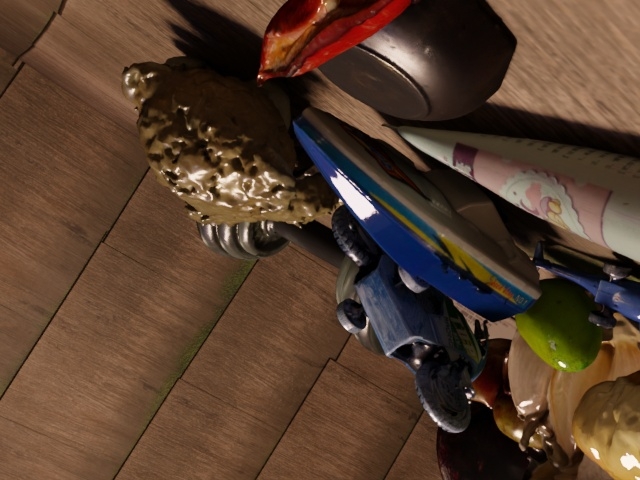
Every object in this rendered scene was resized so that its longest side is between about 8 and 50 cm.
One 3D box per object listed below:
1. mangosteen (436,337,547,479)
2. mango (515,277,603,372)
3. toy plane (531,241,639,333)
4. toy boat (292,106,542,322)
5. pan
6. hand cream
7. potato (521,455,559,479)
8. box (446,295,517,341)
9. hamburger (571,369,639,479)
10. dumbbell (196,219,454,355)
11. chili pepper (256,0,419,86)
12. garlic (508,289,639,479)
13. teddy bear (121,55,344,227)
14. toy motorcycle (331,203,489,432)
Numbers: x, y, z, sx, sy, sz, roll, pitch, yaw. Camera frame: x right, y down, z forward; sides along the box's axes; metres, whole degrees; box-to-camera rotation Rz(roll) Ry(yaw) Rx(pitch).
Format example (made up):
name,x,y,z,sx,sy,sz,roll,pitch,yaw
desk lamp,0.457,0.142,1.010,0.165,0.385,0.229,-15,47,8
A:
name,x,y,z,sx,sy,sz,roll,pitch,yaw
mangosteen,0.306,0.254,0.997,0.307,0.307,0.347,28,145,41
mango,0.221,0.078,0.689,0.056,0.073,0.108,45,-159,-33
toy plane,0.240,0.040,0.633,0.062,0.054,0.167,3,-166,-37
toy boat,0.076,-0.029,0.599,0.295,0.088,0.129,31,-162,-44
pan,0.004,-0.124,0.412,0.202,0.048,0.128,30,172,11
hand cream,0.166,-0.026,0.421,0.085,0.058,0.331,11,-165,-38
potato,0.366,0.300,0.672,0.397,0.290,0.296,3,150,-37
box,0.286,0.177,1.380,0.203,0.106,0.251,31,174,-1
hamburger,0.278,0.111,0.415,0.209,0.162,0.330,37,176,-25
dumbbell,0.000,0.000,0.971,0.406,0.179,0.179,30,175,33
chili pepper,0.025,-0.110,0.279,0.059,0.050,0.268,62,159,-1
garlic,0.292,0.148,0.732,0.142,0.178,0.229,10,-161,-29
teddy bear,-0.089,-0.093,0.734,0.267,0.156,0.256,33,174,6
toy motorcycle,0.094,0.065,0.731,0.135,0.092,0.254,5,-128,-52
